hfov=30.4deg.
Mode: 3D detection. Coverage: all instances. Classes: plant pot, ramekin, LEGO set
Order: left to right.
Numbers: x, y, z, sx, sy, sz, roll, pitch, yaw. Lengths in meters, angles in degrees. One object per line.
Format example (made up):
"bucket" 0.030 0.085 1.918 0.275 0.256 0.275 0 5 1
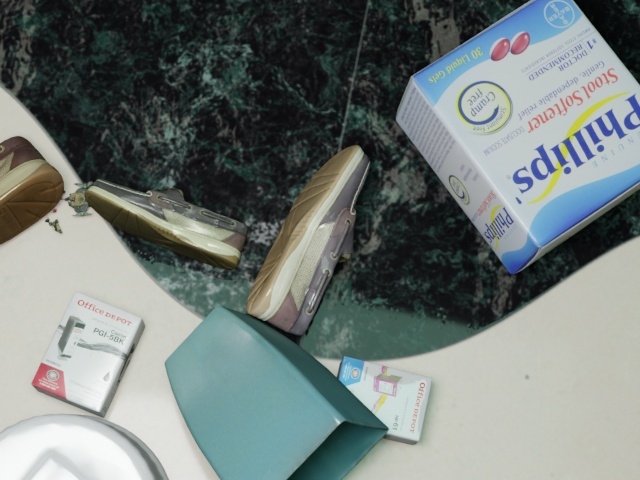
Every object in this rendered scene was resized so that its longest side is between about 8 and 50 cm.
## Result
"ramekin" -0.316 0.340 1.431 0.277 0.135 0.277 1 73 -5
"LEGO set" -0.337 -0.046 1.604 0.083 0.023 0.054 -32 77 0
"plant pot" -0.072 0.204 1.463 0.166 0.165 0.234 -47 65 7

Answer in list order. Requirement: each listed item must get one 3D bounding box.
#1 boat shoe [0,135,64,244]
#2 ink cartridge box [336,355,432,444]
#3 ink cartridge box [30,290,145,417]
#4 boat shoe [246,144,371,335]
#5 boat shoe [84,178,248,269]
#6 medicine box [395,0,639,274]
"boat shoe" -0.508 -0.025 1.538 0.342 0.123 0.123 -35 66 -14
"ink cartridge box" 0.078 0.211 1.548 0.122 0.052 0.088 14 73 -2
"ink cartridge box" -0.300 0.147 1.529 0.099 0.056 0.135 21 74 2
"boat shoe" 0.000 0.000 1.584 0.092 0.103 0.285 38 62 -18
"boat shoe" -0.204 -0.034 1.584 0.223 0.080 0.073 25 68 -3
"medicine box" 0.298 -0.150 1.623 0.263 0.149 0.289 -33 78 -13
